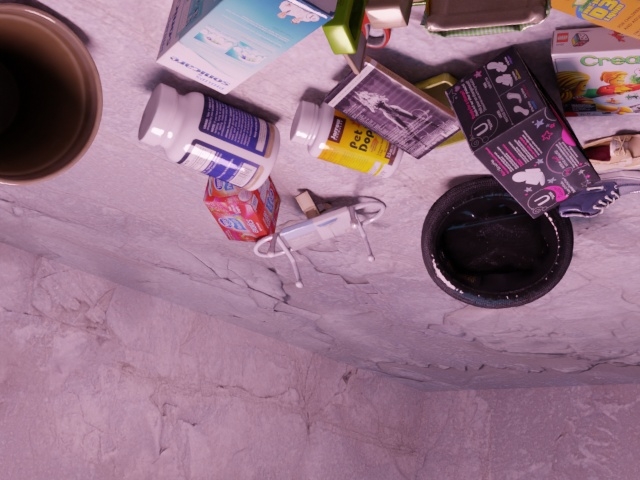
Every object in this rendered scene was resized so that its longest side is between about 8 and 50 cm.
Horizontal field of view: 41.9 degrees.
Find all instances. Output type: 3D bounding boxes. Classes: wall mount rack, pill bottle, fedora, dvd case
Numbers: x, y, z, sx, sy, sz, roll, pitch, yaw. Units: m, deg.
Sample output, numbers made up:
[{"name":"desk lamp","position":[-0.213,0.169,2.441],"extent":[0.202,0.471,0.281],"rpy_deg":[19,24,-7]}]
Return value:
[{"name":"wall mount rack","position":[0.000,0.000,2.029],"extent":[0.350,0.130,0.304],"rpy_deg":[-20,156,6]},{"name":"pill bottle","position":[0.053,-0.205,1.650],"extent":[0.215,0.117,0.117],"rpy_deg":[15,160,-14]},{"name":"pill bottle","position":[-0.229,-0.214,1.719],"extent":[0.265,0.153,0.153],"rpy_deg":[21,158,-25]},{"name":"fedora","position":[0.397,-0.006,1.905],"extent":[0.334,0.334,0.152],"rpy_deg":[9,-166,6]},{"name":"dvd case","position":[0.134,-0.237,1.524],"extent":[0.221,0.018,0.164],"rpy_deg":[29,153,-15]}]

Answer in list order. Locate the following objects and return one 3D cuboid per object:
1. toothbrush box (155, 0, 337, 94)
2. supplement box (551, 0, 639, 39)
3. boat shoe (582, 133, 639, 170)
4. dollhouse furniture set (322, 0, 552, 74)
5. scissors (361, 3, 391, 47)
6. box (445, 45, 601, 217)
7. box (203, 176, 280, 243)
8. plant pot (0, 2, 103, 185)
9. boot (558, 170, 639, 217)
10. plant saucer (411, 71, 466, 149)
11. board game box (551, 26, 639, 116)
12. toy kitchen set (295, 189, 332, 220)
[{"name":"toothbrush box","position":[-0.093,-0.363,1.156],"extent":[0.126,0.216,0.295],"rpy_deg":[22,159,-28]},{"name":"supplement box","position":[0.411,-0.342,1.155],"extent":[0.233,0.080,0.078],"rpy_deg":[17,157,-10]},{"name":"boat shoe","position":[0.560,-0.168,1.569],"extent":[0.059,0.063,0.170],"rpy_deg":[18,160,-36]},{"name":"dollhouse furniture set","position":[0.179,-0.327,1.137],"extent":[0.301,0.197,0.151],"rpy_deg":[2,157,25]},{"name":"scissors","position":[0.061,-0.371,1.286],"extent":[0.109,0.021,0.297],"rpy_deg":[14,168,4]},{"name":"box","position":[0.347,-0.180,1.438],"extent":[0.142,0.163,0.247],"rpy_deg":[-32,139,20]},{"name":"box","position":[-0.187,-0.096,2.050],"extent":[0.122,0.128,0.257],"rpy_deg":[6,160,12]},{"name":"plant pot","position":[-0.620,-0.275,1.601],"extent":[0.323,0.323,0.280],"rpy_deg":[27,171,-37]},{"name":"boot","position":[0.589,-0.090,1.729],"extent":[0.190,0.086,0.069],"rpy_deg":[-3,156,33]},{"name":"plant saucer","position":[0.223,-0.246,1.556],"extent":[0.188,0.045,0.188],"rpy_deg":[27,154,-36]},{"name":"board game box","position":[0.533,-0.268,1.324],"extent":[0.305,0.053,0.193],"rpy_deg":[2,158,24]},{"name":"toy kitchen set","position":[-0.017,-0.099,2.111],"extent":[0.068,0.075,0.083],"rpy_deg":[-29,-168,3]}]
